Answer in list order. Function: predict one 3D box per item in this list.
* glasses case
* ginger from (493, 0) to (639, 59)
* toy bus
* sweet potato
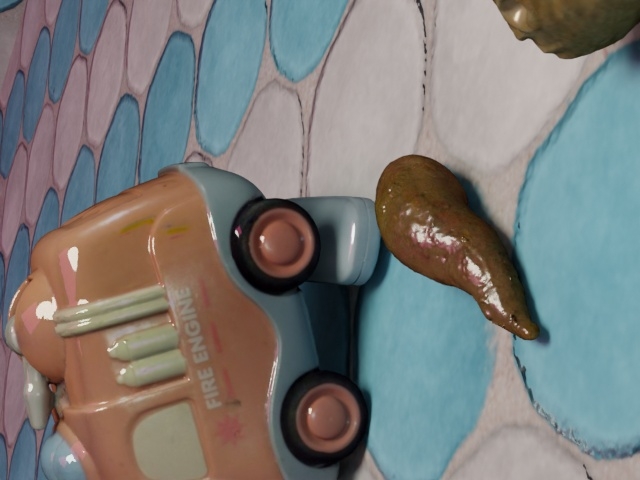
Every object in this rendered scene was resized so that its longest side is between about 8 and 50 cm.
[{"bbox_3d":[0.000,0.000,1.053,0.178,0.045,0.067,-179,95,-67],"label":"glasses case"},{"bbox_3d":[0.154,-0.225,0.662,0.221,0.130,0.275,-108,39,-63],"label":"ginger"},{"bbox_3d":[-0.113,0.090,1.012,0.194,0.232,0.287,-4,99,65],"label":"toy bus"},{"bbox_3d":[0.075,-0.003,0.851,0.226,0.068,0.068,-120,44,-56],"label":"sweet potato"}]
